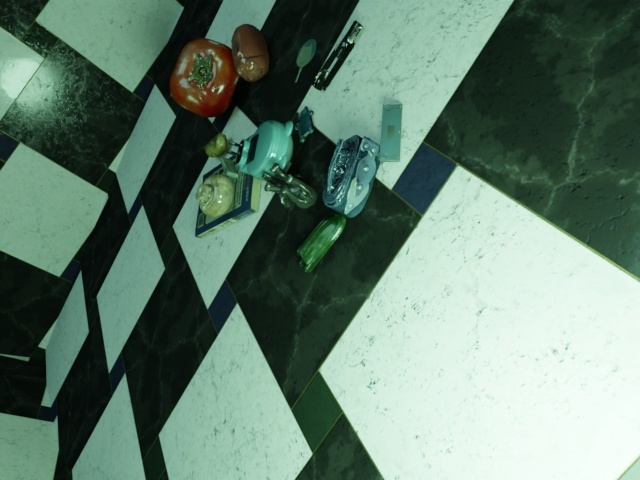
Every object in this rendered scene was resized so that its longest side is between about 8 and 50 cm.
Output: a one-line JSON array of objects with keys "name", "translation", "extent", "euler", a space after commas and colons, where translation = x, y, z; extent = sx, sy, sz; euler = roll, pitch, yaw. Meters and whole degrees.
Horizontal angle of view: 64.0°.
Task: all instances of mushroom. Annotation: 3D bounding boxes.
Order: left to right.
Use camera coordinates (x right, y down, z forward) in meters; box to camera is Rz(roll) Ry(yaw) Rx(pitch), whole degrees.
[{"name": "mushroom", "translation": [-0.402, -0.174, 1.947], "extent": [0.166, 0.127, 0.166], "euler": [-16, 66, 39]}]

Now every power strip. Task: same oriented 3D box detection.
[{"name": "power strip", "translation": [-0.359, -0.290, 2.005], "extent": [0.019, 0.050, 0.136], "euler": [-58, 38, 26]}]

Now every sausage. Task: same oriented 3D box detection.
[{"name": "sausage", "translation": [-0.293, -0.781, 2.129], "extent": [0.152, 0.152, 0.280], "euler": [-38, 48, 35]}]

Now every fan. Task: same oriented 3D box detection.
[{"name": "fan", "translation": [-0.063, -0.670, 1.912], "extent": [0.113, 0.005, 0.176], "euler": [17, 86, 52]}]

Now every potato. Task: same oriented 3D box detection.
[{"name": "potato", "translation": [-0.444, -0.407, 2.214], "extent": [0.137, 0.070, 0.092], "euler": [-18, 59, 44]}]

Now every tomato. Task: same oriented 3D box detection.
[{"name": "tomato", "translation": [-0.505, -0.711, 2.251], "extent": [0.290, 0.292, 0.325], "euler": [-127, 53, -83]}]

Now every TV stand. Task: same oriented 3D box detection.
[{"name": "TV stand", "translation": [0.059, -0.611, 1.706], "extent": [0.249, 0.042, 0.036], "euler": [-54, 38, 20]}]

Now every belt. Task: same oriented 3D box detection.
[{"name": "belt", "translation": [0.076, -0.182, 1.420], "extent": [0.122, 0.128, 0.218], "euler": [16, 85, 53]}]

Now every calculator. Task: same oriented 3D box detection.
[{"name": "calculator", "translation": [-0.054, -0.405, 1.773], "extent": [0.094, 0.019, 0.141], "euler": [-40, 45, 33]}]

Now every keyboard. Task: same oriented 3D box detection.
[{"name": "keyboard", "translation": [0.193, -0.295, 1.399], "extent": [0.055, 0.014, 0.176], "euler": [1, 71, 12]}]

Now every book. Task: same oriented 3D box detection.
[{"name": "book", "translation": [-0.372, -0.198, 2.055], "extent": [0.427, 0.039, 0.300], "euler": [-19, 60, 46]}]

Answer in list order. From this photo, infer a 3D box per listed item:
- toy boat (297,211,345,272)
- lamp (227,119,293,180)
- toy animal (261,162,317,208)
[{"name": "toy boat", "translation": [0.000, 0.000, 1.498], "extent": [0.210, 0.052, 0.104], "euler": [-51, 39, 21]}, {"name": "lamp", "translation": [-0.197, -0.310, 1.797], "extent": [0.283, 0.147, 0.210], "euler": [1, 74, 37]}, {"name": "toy animal", "translation": [-0.105, -0.161, 1.623], "extent": [0.115, 0.146, 0.245], "euler": [-54, 41, 10]}]
